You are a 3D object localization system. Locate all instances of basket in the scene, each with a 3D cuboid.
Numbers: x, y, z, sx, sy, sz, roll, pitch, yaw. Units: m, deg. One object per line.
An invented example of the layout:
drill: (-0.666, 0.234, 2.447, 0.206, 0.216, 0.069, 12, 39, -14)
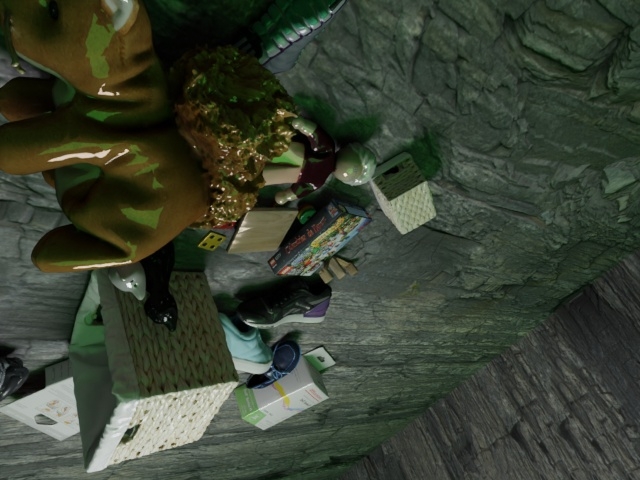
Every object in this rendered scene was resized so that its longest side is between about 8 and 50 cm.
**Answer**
basket: (-0.387, 0.278, 1.103, 0.266, 0.332, 0.328, 3, 136, -37)
basket: (0.198, -0.107, 1.167, 0.113, 0.103, 0.167, -30, 143, 4)

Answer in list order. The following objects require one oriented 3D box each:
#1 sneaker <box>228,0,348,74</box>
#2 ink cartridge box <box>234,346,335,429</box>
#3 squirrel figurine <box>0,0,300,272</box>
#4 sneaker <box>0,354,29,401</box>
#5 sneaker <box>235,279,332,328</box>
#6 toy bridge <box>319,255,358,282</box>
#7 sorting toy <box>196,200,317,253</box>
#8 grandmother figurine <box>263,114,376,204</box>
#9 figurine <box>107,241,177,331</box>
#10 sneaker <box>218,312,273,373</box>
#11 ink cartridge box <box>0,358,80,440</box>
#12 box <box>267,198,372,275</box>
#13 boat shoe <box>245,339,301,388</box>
sneaker: (-0.044, -0.332, 0.782, 0.223, 0.083, 0.098, -30, 165, 13)
ink cartridge box: (-0.104, 0.540, 1.777, 0.353, 0.119, 0.207, -27, 144, 2)
squirrel figurine: (-0.238, -0.187, 0.685, 0.396, 0.281, 0.371, -2, 124, -16)
sneaker: (-0.726, 0.261, 1.073, 0.269, 0.101, 0.153, -68, 165, 12)
sneaker: (-0.095, 0.158, 1.346, 0.283, 0.107, 0.124, 0, 122, -37)
toy bridge: (0.043, 0.073, 1.318, 0.026, 0.063, 0.188, -42, 164, 22)
sorting toy: (-0.144, -0.033, 1.089, 0.274, 0.046, 0.132, -4, 139, -39)
grandmother figurine: (-0.045, -0.150, 0.973, 0.341, 0.104, 0.208, -4, 148, -24)
figurine: (-0.344, 0.049, 0.941, 0.092, 0.210, 0.215, -24, 144, -3)
sneaker: (-0.208, 0.282, 1.392, 0.150, 0.135, 0.366, -60, 158, -4)
ink cartridge box: (-0.666, 0.429, 1.342, 0.260, 0.066, 0.296, -21, 144, -7)
box: (0.000, 0.000, 1.198, 0.233, 0.044, 0.159, -43, 157, 22)
boat shoe: (-0.155, 0.425, 1.603, 0.089, 0.109, 0.258, -13, 146, -53)
